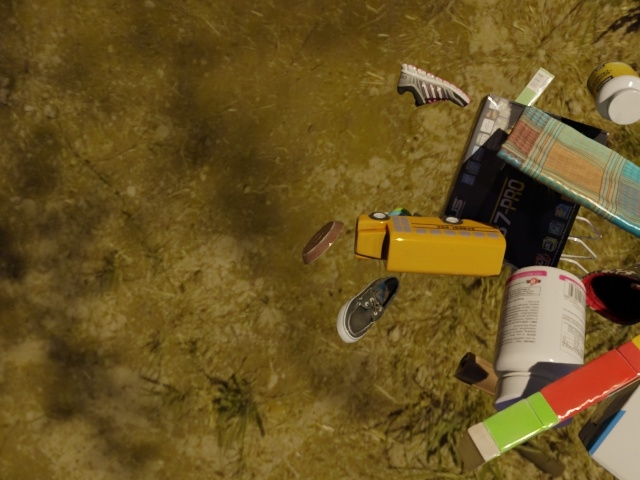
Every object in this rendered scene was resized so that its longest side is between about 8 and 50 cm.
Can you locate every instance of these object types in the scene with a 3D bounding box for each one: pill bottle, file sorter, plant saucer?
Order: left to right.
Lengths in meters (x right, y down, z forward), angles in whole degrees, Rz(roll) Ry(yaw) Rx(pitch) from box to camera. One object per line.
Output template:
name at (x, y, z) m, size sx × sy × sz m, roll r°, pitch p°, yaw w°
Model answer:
plant saucer at (0.000, 0.000, 1.505) m, size 0.029 × 0.168 × 0.168 m, roll 42°, pitch 120°, yaw -12°
pill bottle at (0.429, 0.205, 1.015) m, size 0.160 × 0.283 × 0.160 m, roll 16°, pitch 145°, yaw 11°
file sorter at (0.698, 0.080, 1.536) m, size 0.173 × 0.193 × 0.278 m, roll 8°, pitch 76°, yaw 47°
pill bottle at (0.670, -0.330, 1.160) m, size 0.103 × 0.184 × 0.103 m, roll 8°, pitch 125°, yaw 11°

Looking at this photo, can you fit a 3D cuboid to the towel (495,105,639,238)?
towel at (0.549, -0.135, 1.031) m, size 0.370 × 0.271 × 0.040 m, roll 33°, pitch 133°, yaw 10°

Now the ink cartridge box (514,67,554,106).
ink cartridge box at (0.621, -0.415, 1.599) m, size 0.056 × 0.235 × 0.171 m, roll 37°, pitch 94°, yaw 10°

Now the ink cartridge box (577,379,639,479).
ink cartridge box at (0.460, 0.268, 0.751) m, size 0.086 × 0.203 × 0.148 m, roll 36°, pitch 92°, yaw 25°

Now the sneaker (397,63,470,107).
sneaker at (0.241, -0.321, 1.128) m, size 0.170 × 0.063 × 0.075 m, roll 22°, pitch 111°, yaw -6°

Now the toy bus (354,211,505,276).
toy bus at (0.251, 0.012, 1.228) m, size 0.332 × 0.130 × 0.108 m, roll 3°, pitch 116°, yaw -1°

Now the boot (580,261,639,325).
boot at (0.806, 0.135, 1.147) m, size 0.377 × 0.284 × 0.138 m, roll 29°, pitch 117°, yaw 56°

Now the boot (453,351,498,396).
boot at (0.513, 0.433, 1.486) m, size 0.269 × 0.089 × 0.236 m, roll 23°, pitch 141°, yaw 7°

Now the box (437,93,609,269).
box at (0.504, -0.136, 1.329) m, size 0.318 × 0.097 × 0.395 m, roll 19°, pitch 98°, yaw 3°

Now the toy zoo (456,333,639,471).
toy zoo at (0.272, 0.140, 0.506) m, size 0.293 × 0.192 × 0.030 m, roll -28°, pitch 62°, yaw -2°

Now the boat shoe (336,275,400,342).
boat shoe at (0.069, 0.090, 0.723) m, size 0.040 × 0.142 × 0.049 m, roll -33°, pitch 96°, yaw 40°

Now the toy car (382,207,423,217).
toy car at (0.257, -0.021, 1.712) m, size 0.159 × 0.136 × 0.182 m, roll 4°, pitch 88°, yaw 21°
